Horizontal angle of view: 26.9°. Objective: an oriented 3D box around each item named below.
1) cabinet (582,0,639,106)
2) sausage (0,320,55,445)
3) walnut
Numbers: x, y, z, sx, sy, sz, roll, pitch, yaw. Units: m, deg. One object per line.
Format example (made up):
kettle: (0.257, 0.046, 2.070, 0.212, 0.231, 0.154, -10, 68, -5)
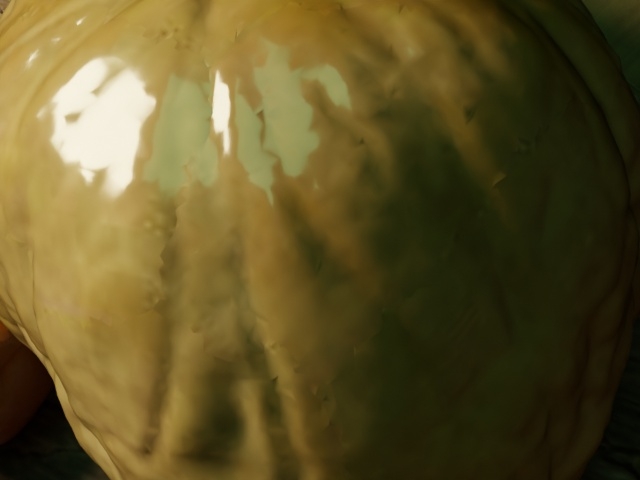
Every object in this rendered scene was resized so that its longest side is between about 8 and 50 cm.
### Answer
cabinet: (0.169, -0.124, 0.641, 0.175, 0.148, 0.215, -42, 59, -5)
sausage: (-0.216, 0.002, 0.727, 0.133, 0.133, 0.258, -23, 63, 7)
walnut: (0.002, -0.001, 0.542, 0.252, 0.313, 0.277, -34, 49, -12)
